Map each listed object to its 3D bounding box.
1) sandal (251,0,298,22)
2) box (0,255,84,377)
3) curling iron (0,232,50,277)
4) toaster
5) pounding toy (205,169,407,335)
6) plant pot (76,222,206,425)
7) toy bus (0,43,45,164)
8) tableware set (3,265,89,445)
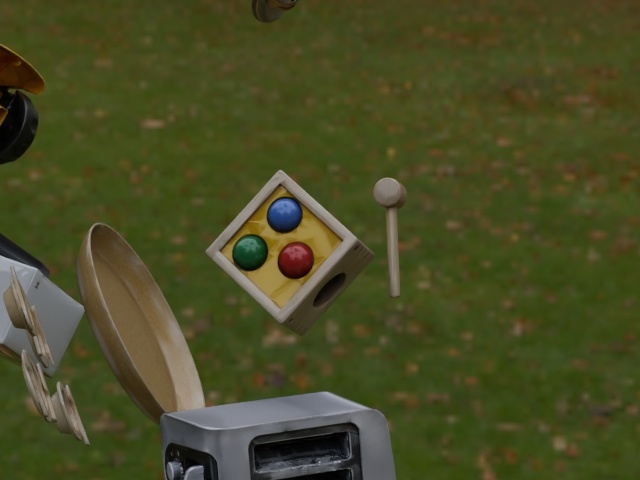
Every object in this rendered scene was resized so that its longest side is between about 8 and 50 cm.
[{"bbox_3d":[-0.040,-0.275,1.899,0.049,0.072,0.180,20,-14,4],"label":"sandal"},{"bbox_3d":[-0.371,0.068,1.990,0.171,0.091,0.130,18,-15,25],"label":"box"},{"bbox_3d":[-0.385,-0.009,1.927,0.035,0.068,0.274,-28,-33,19],"label":"curling iron"},{"bbox_3d":[-0.027,0.213,1.432,0.186,0.168,0.110,-5,5,-24],"label":"toaster"},{"bbox_3d":[0.010,0.002,2.011,0.181,0.206,0.094,42,1,21],"label":"pounding toy"},{"bbox_3d":[-0.185,0.094,1.813,0.032,0.236,0.236,-26,9,8],"label":"plant pot"},{"bbox_3d":[-0.412,-0.114,1.763,0.211,0.220,0.149,24,-5,35],"label":"toy bus"},{"bbox_3d":[-0.239,0.101,1.547,0.020,0.141,0.168,-20,-18,-3],"label":"tableware set"}]
